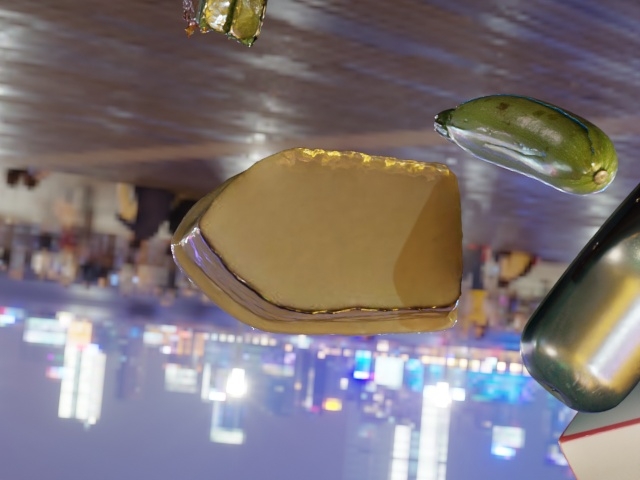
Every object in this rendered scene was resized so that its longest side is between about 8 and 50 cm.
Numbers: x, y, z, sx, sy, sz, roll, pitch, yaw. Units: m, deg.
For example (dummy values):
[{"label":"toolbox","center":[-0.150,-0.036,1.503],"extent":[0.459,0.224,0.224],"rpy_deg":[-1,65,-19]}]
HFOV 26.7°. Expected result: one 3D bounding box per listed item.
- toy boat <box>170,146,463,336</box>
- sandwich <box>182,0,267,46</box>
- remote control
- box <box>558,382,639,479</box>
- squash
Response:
[{"label":"toy boat","center":[0.000,0.000,0.860],"extent":[0.188,0.116,0.061],"rpy_deg":[1,168,-8]},{"label":"sandwich","center":[-0.129,-0.349,1.668],"extent":[0.079,0.235,0.159],"rpy_deg":[13,169,-32]},{"label":"remote control","center":[0.199,0.000,0.750],"extent":[0.072,0.222,0.042],"rpy_deg":[40,-179,-8]},{"label":"box","center":[0.491,0.230,1.427],"extent":[0.312,0.300,0.314],"rpy_deg":[-22,-171,37]},{"label":"squash","center":[0.232,-0.121,1.546],"extent":[0.095,0.094,0.341],"rpy_deg":[7,-169,-27]}]
